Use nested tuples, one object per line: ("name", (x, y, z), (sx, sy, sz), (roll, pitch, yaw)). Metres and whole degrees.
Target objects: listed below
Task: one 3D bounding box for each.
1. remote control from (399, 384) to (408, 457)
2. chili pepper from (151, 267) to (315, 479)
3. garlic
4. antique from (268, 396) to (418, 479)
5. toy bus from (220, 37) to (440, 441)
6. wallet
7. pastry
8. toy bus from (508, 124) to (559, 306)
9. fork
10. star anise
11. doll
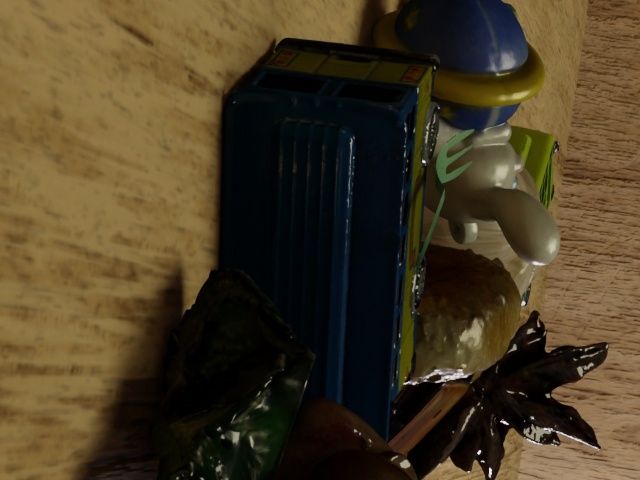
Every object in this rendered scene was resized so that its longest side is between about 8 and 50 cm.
("remote control", (0.081, 0.220, 2.032), (0.029, 0.067, 0.261), (-41, -164, 54))
("chili pepper", (-0.070, 0.140, 1.256), (0.148, 0.116, 0.264), (90, 15, -48))
("garlic", (0.176, -0.016, 2.133), (0.228, 0.152, 0.228), (-1, 91, -61))
("antique", (0.005, 0.210, 1.382), (0.121, 0.143, 0.257), (-60, -177, -24))
("toy bus", (0.008, 0.002, 1.471), (0.175, 0.138, 0.288), (-57, 152, -64))
("wallet", (0.060, 0.196, 1.875), (0.195, 0.042, 0.161), (-47, 167, 8))
("pastry", (0.094, 0.069, 1.792), (0.192, 0.182, 0.093), (-50, 145, -64))
("toy bus", (0.224, -0.032, 2.444), (0.262, 0.128, 0.150), (-68, 162, -44))
("fork", (0.087, -0.031, 1.447), (0.235, 0.021, 0.039), (-59, 149, -61))
("star anise", (0.165, 0.157, 2.000), (0.129, 0.283, 0.212), (135, -63, -81))
("doll", (0.131, -0.108, 1.813), (0.311, 0.159, 0.242), (54, -49, 45))
